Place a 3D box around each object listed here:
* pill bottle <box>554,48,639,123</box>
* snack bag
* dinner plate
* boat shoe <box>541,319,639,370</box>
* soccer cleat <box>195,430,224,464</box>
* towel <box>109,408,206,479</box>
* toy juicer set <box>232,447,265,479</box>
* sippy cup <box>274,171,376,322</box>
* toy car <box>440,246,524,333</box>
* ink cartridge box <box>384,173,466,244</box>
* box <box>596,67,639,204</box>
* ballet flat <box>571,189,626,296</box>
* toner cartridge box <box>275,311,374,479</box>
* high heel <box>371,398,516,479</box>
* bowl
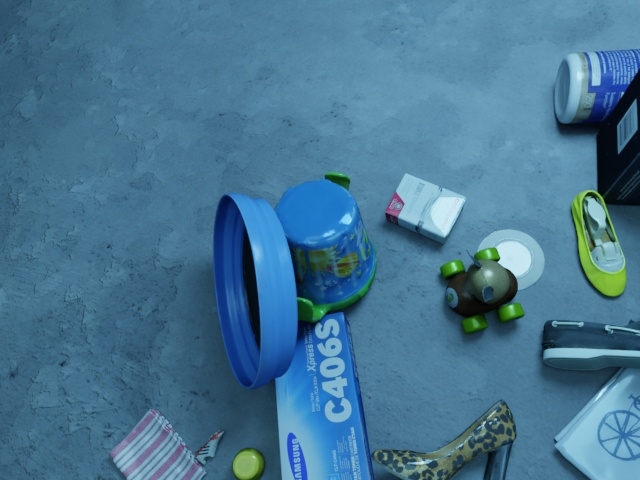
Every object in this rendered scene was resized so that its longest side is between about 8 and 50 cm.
[{"bbox_3d":[0.672,-0.338,1.035,0.265,0.153,0.153,1,72,13],"label":"pill bottle"},{"bbox_3d":[0.668,0.384,0.851,0.323,0.037,0.342,-45,68,-5],"label":"snack bag"},{"bbox_3d":[0.416,0.040,1.035,0.142,0.017,0.141,-4,71,12],"label":"dinner plate"},{"bbox_3d":[0.573,0.188,0.870,0.303,0.114,0.091,-3,60,27],"label":"boat shoe"},{"bbox_3d":[-0.236,0.450,1.030,0.083,0.029,0.035,-45,77,-2],"label":"soccer cleat"},{"bbox_3d":[-0.362,0.492,1.041,0.197,0.029,0.144,40,84,21],"label":"towel"},{"bbox_3d":[-0.095,0.592,0.925,0.210,0.089,0.328,7,64,1],"label":"toy juicer set"},{"bbox_3d":[0.000,0.000,0.999,0.240,0.224,0.305,-22,56,-6],"label":"sippy cup"},{"bbox_3d":[0.314,0.089,0.940,0.149,0.188,0.154,-23,68,16],"label":"toy car"},{"bbox_3d":[0.241,-0.072,1.085,0.151,0.063,0.109,26,78,19],"label":"ink cartridge box"},{"bbox_3d":[0.737,-0.204,0.873,0.313,0.343,0.178,6,72,14],"label":"box"},{"bbox_3d":[0.578,-0.001,0.980,0.077,0.077,0.230,-9,70,9],"label":"ballet flat"},{"bbox_3d":[-0.001,0.330,0.958,0.166,0.075,0.347,-14,57,8],"label":"toner cartridge box"},{"bbox_3d":[0.239,0.376,0.909,0.262,0.093,0.186,14,81,0],"label":"high heel"},{"bbox_3d":[-0.142,0.097,0.959,0.077,0.391,0.390,-6,67,-23],"label":"bowl"}]
